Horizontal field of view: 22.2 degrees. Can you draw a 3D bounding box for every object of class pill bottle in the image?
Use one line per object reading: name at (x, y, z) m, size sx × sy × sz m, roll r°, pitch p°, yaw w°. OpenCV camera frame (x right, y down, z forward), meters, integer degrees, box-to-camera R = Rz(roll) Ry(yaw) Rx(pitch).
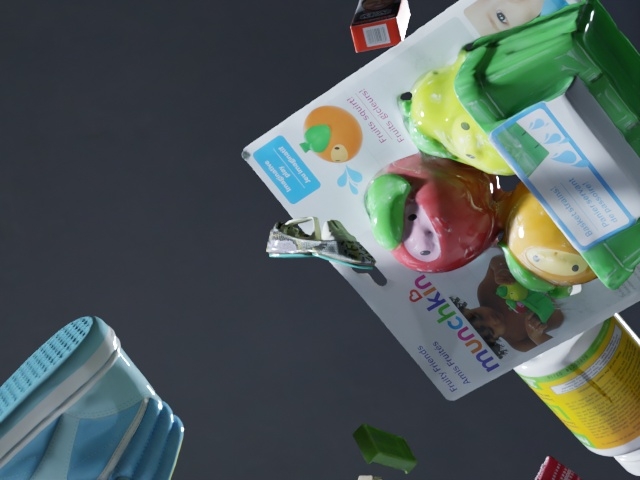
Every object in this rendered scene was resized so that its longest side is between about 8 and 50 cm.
pill bottle at (0.343, 0.174, 1.975) m, size 0.136 × 0.245 × 0.136 m, roll -32°, pitch 29°, yaw 21°

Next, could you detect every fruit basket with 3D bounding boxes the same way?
fruit basket at (0.151, -0.038, 1.454) m, size 0.353 × 0.327 × 0.165 m, roll -33°, pitch 15°, yaw 25°

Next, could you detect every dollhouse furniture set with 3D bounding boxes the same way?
dollhouse furniture set at (0.020, 0.241, 1.515) m, size 0.058 × 0.076 × 0.151 m, roll 22°, pitch -61°, yaw -41°

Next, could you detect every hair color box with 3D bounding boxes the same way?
hair color box at (0.088, -0.321, 2.388) m, size 0.072 × 0.043 × 0.141 m, roll -10°, pitch 22°, yaw 11°

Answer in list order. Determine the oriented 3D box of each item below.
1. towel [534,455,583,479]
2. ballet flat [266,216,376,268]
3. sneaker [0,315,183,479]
towel at (0.325, 0.365, 1.733) m, size 0.031 × 0.275 × 0.199 m, roll -55°, pitch -3°, yaw 37°
ballet flat at (0.000, 0.000, 1.373) m, size 0.114 × 0.041 × 0.041 m, roll 7°, pitch 11°, yaw 41°
sneaker at (-0.266, 0.249, 1.584) m, size 0.319 × 0.208 × 0.127 m, roll -43°, pitch 21°, yaw -1°
